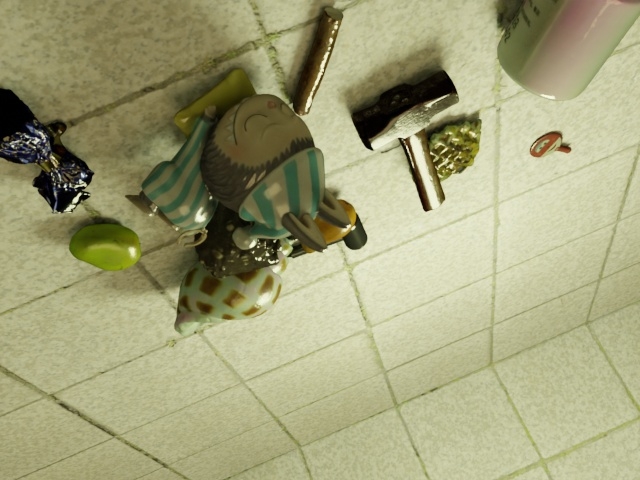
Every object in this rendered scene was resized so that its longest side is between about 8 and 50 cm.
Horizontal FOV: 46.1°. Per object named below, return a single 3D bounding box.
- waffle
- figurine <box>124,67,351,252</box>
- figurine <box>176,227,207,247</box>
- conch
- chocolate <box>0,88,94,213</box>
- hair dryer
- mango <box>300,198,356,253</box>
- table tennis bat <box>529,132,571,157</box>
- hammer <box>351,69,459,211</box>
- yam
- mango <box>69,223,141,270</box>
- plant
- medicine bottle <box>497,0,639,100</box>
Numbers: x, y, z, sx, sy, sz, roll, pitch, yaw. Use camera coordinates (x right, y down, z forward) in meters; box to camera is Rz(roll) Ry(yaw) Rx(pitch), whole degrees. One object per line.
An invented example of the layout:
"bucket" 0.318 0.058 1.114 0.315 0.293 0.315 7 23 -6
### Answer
"waffle" 0.327 -0.222 1.964 0.204 0.054 0.223 -18 149 -8
"figurine" -0.139 -0.090 1.484 0.361 0.378 0.266 -47 150 5
"figurine" -0.305 -0.056 1.694 0.132 0.154 0.132 -17 149 -10
"conch" -0.222 0.108 1.974 0.368 0.197 0.249 -17 -174 -20
"chocolate" -0.521 -0.154 1.441 0.148 0.126 0.343 -63 157 -15
"hair dryer" 0.000 0.000 2.085 0.255 0.070 0.128 -20 149 2
"mango" 0.016 -0.040 1.995 0.184 0.102 0.085 -38 179 28
"table tennis bat" 0.665 -0.270 2.160 0.154 0.019 0.098 5 139 -35
"hammer" 0.243 -0.207 1.827 0.242 0.095 0.409 -26 138 3
"yam" -0.010 -0.356 1.536 0.046 0.046 0.264 -7 144 -26
"mango" -0.490 0.014 1.738 0.117 0.089 0.163 -39 146 23
"plant" -0.162 -0.032 1.793 0.276 0.188 0.199 -27 150 4
"medicine bottle" 0.537 -0.493 1.529 0.219 0.219 0.388 -7 145 -25
